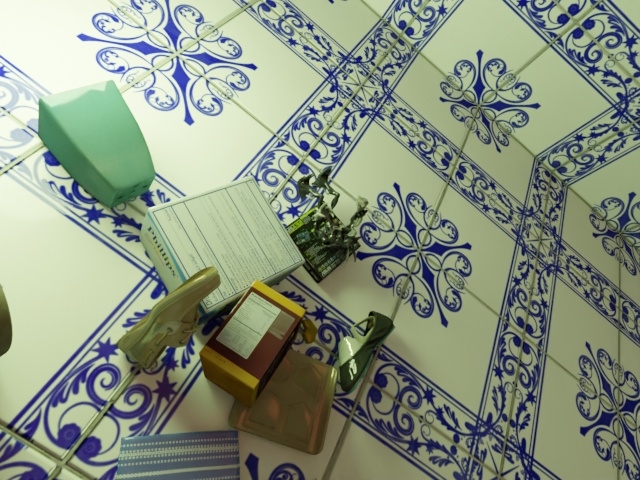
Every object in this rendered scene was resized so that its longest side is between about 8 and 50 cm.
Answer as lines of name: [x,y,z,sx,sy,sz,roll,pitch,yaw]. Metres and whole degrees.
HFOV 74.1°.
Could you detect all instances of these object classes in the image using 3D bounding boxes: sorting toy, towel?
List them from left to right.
towel: [-0.271,0.552,0.815,0.243,0.040,0.336,7,61,-25]
sorting toy: [-0.071,0.331,1.040,0.229,0.041,0.307,25,55,-13]

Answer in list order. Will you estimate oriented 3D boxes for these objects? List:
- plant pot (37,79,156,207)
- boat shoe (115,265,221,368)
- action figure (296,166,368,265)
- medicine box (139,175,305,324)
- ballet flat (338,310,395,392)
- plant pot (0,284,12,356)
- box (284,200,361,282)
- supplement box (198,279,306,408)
plant pot: [-0.502,-0.210,0.987,0.165,0.166,0.234,-36,94,-37]
boat shoe: [-0.288,0.160,0.849,0.098,0.302,0.109,49,24,-5]
action figure: [0.041,-0.073,1.190,0.164,0.141,0.276,-18,72,-36]
medicine box: [-0.235,0.021,1.028,0.289,0.149,0.263,-26,81,-36]
ballet flat: [0.103,0.282,1.130,0.096,0.095,0.280,42,38,7]
plant pot: [-0.667,0.138,0.645,0.280,0.323,0.323,-20,77,-52]
box: [0.000,0.000,1.243,0.184,0.045,0.190,48,53,3]
supplement box: [-0.145,0.227,0.923,0.129,0.191,0.194,31,58,8]
